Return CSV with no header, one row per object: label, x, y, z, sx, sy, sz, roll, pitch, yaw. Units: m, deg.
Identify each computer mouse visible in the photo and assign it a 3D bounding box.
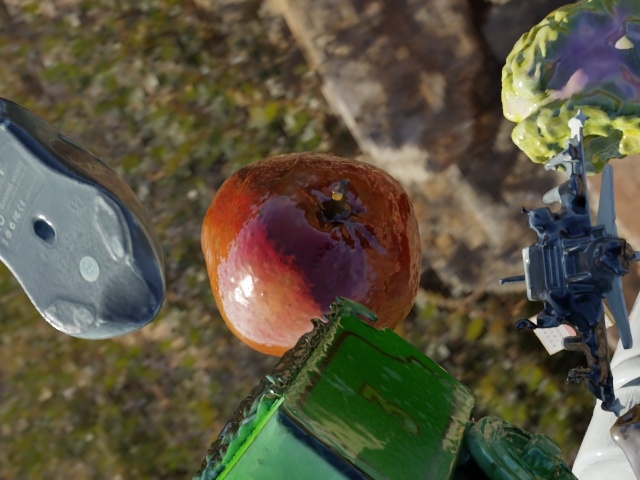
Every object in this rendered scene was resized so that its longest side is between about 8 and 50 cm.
computer mouse,-0.286,-0.049,1.902,0.379,0.090,0.167,42,118,19

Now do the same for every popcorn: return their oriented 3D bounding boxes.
popcorn,0.201,-0.115,1.358,0.126,0.126,0.145,40,107,-6

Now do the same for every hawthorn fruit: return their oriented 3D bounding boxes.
hawthorn fruit,0.000,0.000,1.582,0.196,0.196,0.225,47,158,9

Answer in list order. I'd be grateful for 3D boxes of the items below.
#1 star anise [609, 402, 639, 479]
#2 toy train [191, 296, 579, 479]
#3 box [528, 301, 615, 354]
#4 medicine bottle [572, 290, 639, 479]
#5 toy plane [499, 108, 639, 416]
star anise,0.271,0.127,0.797,0.315,0.315,0.108,37,115,17
toy train,0.034,0.139,0.949,0.188,0.243,0.132,38,106,2
box,0.263,0.084,1.965,0.083,0.012,0.046,-30,99,33
medicine bottle,0.360,0.110,1.665,0.190,0.332,0.190,20,146,14
toy plane,0.133,0.016,1.011,0.234,0.082,0.160,160,104,-74
